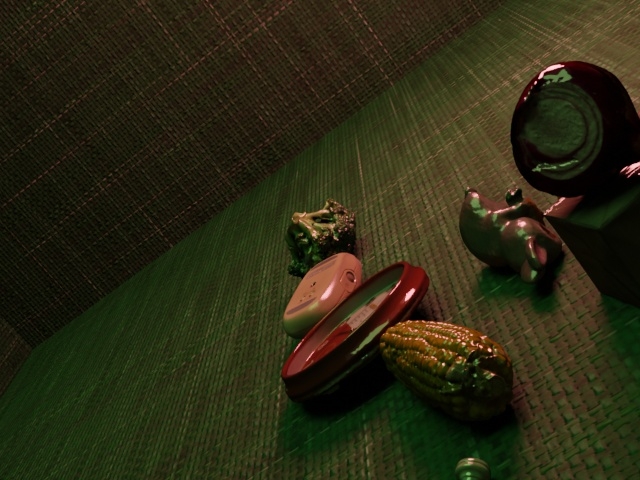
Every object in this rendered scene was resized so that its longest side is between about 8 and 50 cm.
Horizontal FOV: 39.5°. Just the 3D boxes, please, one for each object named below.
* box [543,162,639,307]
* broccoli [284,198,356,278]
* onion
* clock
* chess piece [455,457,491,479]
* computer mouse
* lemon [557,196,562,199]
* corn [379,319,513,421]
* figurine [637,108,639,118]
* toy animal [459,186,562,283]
[{"bbox_3d":[0.441,-0.043,1.143,0.231,0.149,0.155,-41,15,-3],"label":"box"},{"bbox_3d":[0.000,0.000,2.019,0.195,0.156,0.195,-159,90,-89],"label":"broccoli"},{"bbox_3d":[0.344,-0.135,1.113,0.198,0.173,0.135,19,33,21],"label":"onion"},{"bbox_3d":[0.063,0.161,1.529,0.318,0.080,0.318,-42,5,5],"label":"clock"},{"bbox_3d":[0.170,0.296,1.015,0.042,0.042,0.093,-28,26,33],"label":"chess piece"},{"bbox_3d":[0.008,0.115,1.787,0.145,0.082,0.236,-30,16,30],"label":"computer mouse"},{"bbox_3d":[0.435,-0.111,1.419,0.155,0.114,0.114,-18,25,42],"label":"lemon"},{"bbox_3d":[0.167,0.168,1.227,0.119,0.119,0.322,-41,16,-10],"label":"corn"},{"bbox_3d":[0.576,-0.199,1.185,0.203,0.248,0.380,-46,4,-13],"label":"figurine"},{"bbox_3d":[0.314,0.004,1.410,0.125,0.127,0.251,-27,30,-3],"label":"toy animal"}]
